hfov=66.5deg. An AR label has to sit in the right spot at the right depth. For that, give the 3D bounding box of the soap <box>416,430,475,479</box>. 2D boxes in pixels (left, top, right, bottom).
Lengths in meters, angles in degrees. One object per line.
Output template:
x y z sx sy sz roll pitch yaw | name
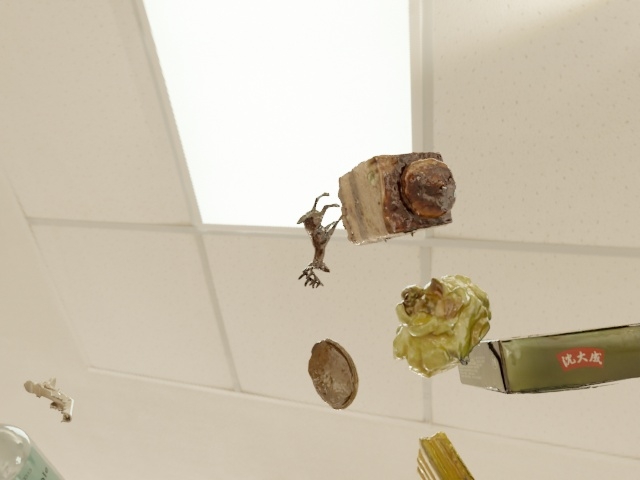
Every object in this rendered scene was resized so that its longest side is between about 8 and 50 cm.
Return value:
0.395 0.740 1.406 0.096 0.324 0.204 -17 -52 -13 | soap

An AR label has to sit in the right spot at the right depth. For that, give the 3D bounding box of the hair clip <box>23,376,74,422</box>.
-0.630 0.380 1.174 0.225 0.072 0.034 12 -82 37 | hair clip

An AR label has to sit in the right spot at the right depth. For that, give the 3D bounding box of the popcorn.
0.295 0.204 1.205 0.215 0.286 0.252 26 -33 26 | popcorn

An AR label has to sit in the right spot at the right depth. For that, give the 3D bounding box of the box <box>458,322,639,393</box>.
0.608 0.324 1.340 0.372 0.420 0.139 -5 -104 -1 | box

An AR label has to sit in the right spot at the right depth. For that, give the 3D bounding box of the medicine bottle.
-0.441 0.319 0.667 0.110 0.110 0.352 2 -54 19 | medicine bottle

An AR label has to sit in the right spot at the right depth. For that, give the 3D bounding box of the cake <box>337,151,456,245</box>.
0.181 -0.097 1.154 0.198 0.293 0.197 -9 -91 -18 | cake

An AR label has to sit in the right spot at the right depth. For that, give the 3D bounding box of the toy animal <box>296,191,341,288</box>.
-0.013 -0.002 1.577 0.087 0.260 0.244 9 -39 45 | toy animal

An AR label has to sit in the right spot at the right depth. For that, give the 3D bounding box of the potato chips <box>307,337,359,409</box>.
0.037 0.352 1.301 0.201 0.049 0.150 31 -84 45 | potato chips
